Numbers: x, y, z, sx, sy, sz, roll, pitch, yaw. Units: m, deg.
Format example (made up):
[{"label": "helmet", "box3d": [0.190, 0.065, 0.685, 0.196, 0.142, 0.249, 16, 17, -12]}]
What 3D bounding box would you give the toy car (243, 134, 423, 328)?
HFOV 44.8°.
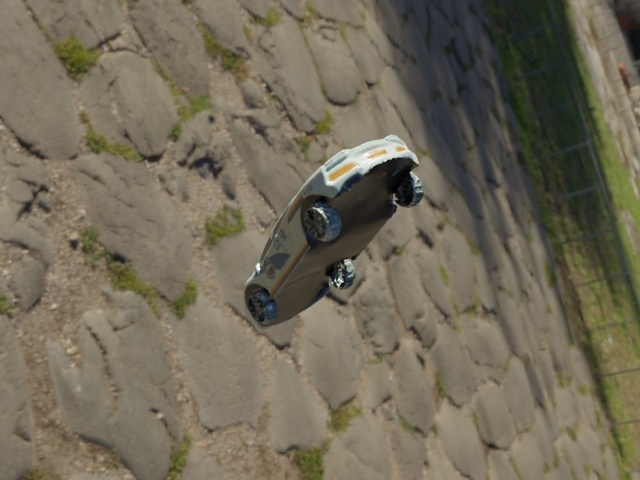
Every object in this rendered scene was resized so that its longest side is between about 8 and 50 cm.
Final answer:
[{"label": "toy car", "box3d": [0.000, 0.000, 0.573, 0.095, 0.205, 0.056, -23, 70, -37]}]
